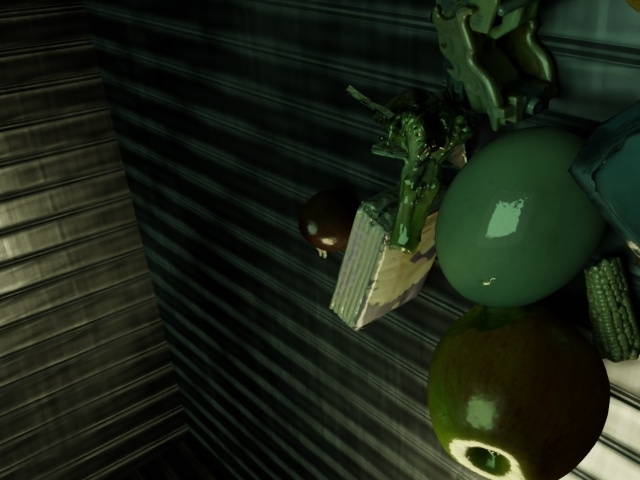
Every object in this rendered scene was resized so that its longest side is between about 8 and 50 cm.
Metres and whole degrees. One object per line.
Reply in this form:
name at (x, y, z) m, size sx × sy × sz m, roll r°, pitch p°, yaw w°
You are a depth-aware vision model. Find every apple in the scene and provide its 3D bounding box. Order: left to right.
apple at (0.364, 0.290, 1.277) m, size 0.339 × 0.339 × 0.339 m, roll 32°, pitch 135°, yaw 39°

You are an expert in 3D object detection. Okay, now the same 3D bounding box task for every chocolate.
chocolate at (0.016, -0.045, 1.762) m, size 0.177 × 0.177 × 0.176 m, roll 32°, pitch 135°, yaw 39°

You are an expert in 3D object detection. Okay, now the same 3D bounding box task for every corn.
corn at (0.537, 0.125, 1.246) m, size 0.087 × 0.087 × 0.211 m, roll -2°, pitch 106°, yaw 54°

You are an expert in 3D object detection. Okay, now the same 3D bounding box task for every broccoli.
broccoli at (0.194, -0.117, 1.282) m, size 0.165 × 0.145 × 0.304 m, roll -133°, pitch 53°, yaw -61°

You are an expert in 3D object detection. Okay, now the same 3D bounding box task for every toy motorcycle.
toy motorcycle at (0.305, -0.375, 1.152) m, size 0.237 × 0.169 × 0.410 m, roll 42°, pitch 151°, yaw 42°

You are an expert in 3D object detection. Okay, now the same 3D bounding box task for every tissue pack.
tissue pack at (0.166, 0.027, 1.534) m, size 0.125 × 0.242 × 0.343 m, roll 45°, pitch 142°, yaw 27°

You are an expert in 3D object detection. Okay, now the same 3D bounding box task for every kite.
kite at (0.190, -0.236, 1.400) m, size 0.314 × 0.011 × 0.335 m, roll 33°, pitch 155°, yaw -9°

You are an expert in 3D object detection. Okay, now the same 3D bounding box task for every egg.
egg at (0.355, -0.035, 1.205) m, size 0.276 × 0.276 × 0.389 m, roll 50°, pitch 147°, yaw 21°

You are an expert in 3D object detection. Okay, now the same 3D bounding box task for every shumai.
shumai at (0.179, -0.267, 1.466) m, size 0.087 × 0.099 × 0.124 m, roll 50°, pitch 164°, yaw -12°

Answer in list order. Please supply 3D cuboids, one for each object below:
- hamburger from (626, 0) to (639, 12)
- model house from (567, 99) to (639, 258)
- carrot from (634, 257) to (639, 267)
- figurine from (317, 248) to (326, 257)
hamburger at (0.526, -0.363, 0.785) m, size 0.319 × 0.318 × 0.158 m, roll 32°, pitch 159°, yaw 38°
model house at (0.569, -0.060, 0.956) m, size 0.297 × 0.339 × 0.360 m, roll -42°, pitch 90°, yaw 12°
carrot at (0.560, -0.019, 1.147) m, size 0.048 × 0.048 × 0.139 m, roll 12°, pitch 118°, yaw 50°
figurine at (0.000, 0.000, 1.916) m, size 0.064 × 0.047 × 0.109 m, roll 21°, pitch 137°, yaw 37°
